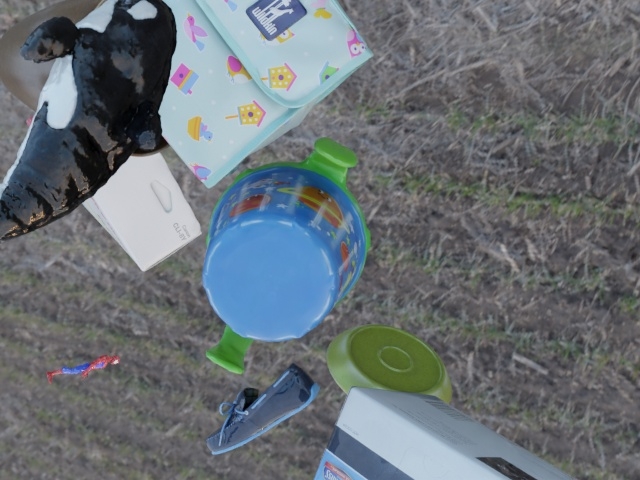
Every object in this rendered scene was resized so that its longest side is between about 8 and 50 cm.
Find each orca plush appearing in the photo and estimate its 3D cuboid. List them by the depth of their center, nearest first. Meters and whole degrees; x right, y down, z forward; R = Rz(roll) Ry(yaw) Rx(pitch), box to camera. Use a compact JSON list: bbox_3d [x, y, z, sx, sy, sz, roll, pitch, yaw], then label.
[{"bbox_3d":[-0.189,-0.100,0.680,0.102,0.287,0.151,15,141,28],"label":"orca plush"}]

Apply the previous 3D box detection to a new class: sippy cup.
[{"bbox_3d":[-0.055,0.024,1.078,0.240,0.224,0.305,-7,104,7],"label":"sippy cup"}]

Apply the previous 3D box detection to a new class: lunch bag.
[{"bbox_3d":[-0.095,-0.228,0.971,0.262,0.160,0.223,-36,95,22],"label":"lunch bag"}]

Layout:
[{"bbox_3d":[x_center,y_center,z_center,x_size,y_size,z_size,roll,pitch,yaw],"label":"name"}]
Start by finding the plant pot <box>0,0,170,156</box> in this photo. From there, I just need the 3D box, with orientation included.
[{"bbox_3d":[-0.315,-0.232,1.077,0.231,0.215,0.215,12,125,32],"label":"plant pot"}]

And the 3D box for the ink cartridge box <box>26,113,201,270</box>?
[{"bbox_3d":[-0.455,-0.144,1.763,0.385,0.160,0.279,35,156,48],"label":"ink cartridge box"}]

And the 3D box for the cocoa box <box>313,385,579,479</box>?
[{"bbox_3d":[0.183,0.380,1.094,0.347,0.231,0.227,25,95,41],"label":"cocoa box"}]

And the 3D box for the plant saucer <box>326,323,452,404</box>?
[{"bbox_3d":[0.131,0.225,1.463,0.241,0.241,0.037,29,121,15],"label":"plant saucer"}]

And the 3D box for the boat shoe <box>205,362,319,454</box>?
[{"bbox_3d":[-0.120,0.313,1.531,0.258,0.109,0.089,-34,92,13],"label":"boat shoe"}]

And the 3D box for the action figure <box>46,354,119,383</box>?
[{"bbox_3d":[-0.385,0.209,1.316,0.038,0.115,0.030,135,116,-69],"label":"action figure"}]
